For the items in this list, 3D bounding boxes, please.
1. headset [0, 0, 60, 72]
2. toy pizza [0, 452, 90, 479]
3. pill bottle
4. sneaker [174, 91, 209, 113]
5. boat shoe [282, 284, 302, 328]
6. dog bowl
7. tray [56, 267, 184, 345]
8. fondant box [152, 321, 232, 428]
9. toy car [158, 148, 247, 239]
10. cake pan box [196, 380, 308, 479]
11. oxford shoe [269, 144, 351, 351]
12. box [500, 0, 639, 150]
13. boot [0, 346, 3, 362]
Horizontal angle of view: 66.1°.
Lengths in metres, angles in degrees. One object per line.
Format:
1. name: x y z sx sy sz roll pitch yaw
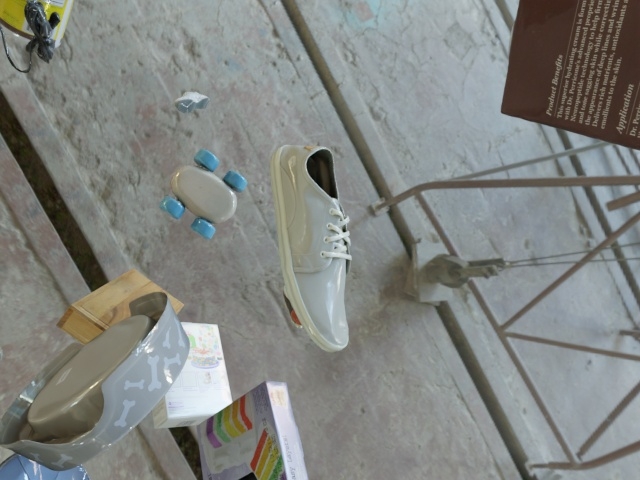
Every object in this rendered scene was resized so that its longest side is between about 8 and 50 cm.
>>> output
1. headset: -0.583 -0.382 0.702 0.394 0.185 0.244 28 70 -20
2. toy pizza: -0.491 0.463 0.856 0.032 0.201 0.201 -35 100 20
3. pill bottle: -0.530 -0.488 0.934 0.117 0.117 0.215 26 118 -18
4. sneaker: -0.433 -0.456 1.612 0.061 0.054 0.152 34 30 11
5. boat shoe: -0.058 0.145 1.119 0.049 0.137 0.043 2 115 -19
6. dog bowl: -0.386 0.245 0.877 0.349 0.348 0.102 -43 111 -22
7. tray: -0.533 0.203 1.378 0.202 0.411 0.076 37 97 -6
8. fondant box: -0.441 0.440 1.639 0.238 0.096 0.330 13 47 -41
9. toy car: -0.382 -0.138 1.560 0.210 0.238 0.219 36 77 -18
10. cake pan box: -0.144 0.464 1.013 0.070 0.245 0.267 21 41 -44
11. oxford shoe: 0.000 0.000 1.011 0.169 0.130 0.450 13 64 -62
12. box: 0.336 -0.205 0.520 0.167 0.203 0.169 -14 121 -24
13. boot: -0.740 0.209 0.917 0.208 0.189 0.076 5 91 -55
